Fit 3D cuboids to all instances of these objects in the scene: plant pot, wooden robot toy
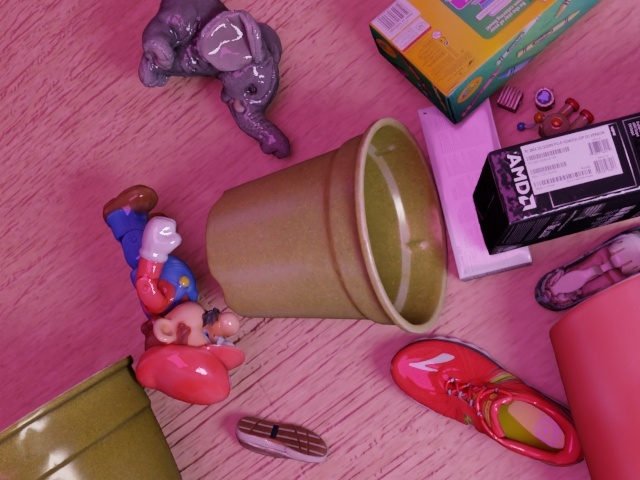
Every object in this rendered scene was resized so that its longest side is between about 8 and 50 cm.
[{"bbox_3d":[0.000,0.000,1.262,0.253,0.276,0.276,-10,81,26],"label":"plant pot"},{"bbox_3d":[0.311,-0.160,1.268,0.173,0.079,0.076,42,96,15],"label":"wooden robot toy"},{"bbox_3d":[-0.314,0.400,1.267,0.366,0.366,0.353,-33,88,10],"label":"plant pot"},{"bbox_3d":[0.409,0.173,1.125,0.275,0.275,0.243,-28,67,11],"label":"plant pot"}]

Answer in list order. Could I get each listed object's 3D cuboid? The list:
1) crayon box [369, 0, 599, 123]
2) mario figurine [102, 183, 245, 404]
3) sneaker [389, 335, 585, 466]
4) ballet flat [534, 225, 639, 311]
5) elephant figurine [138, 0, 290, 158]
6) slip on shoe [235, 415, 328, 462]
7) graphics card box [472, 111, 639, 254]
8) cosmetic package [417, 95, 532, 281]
[{"bbox_3d":[0.224,-0.309,1.274,0.278,0.081,0.165,-40,63,-1],"label":"crayon box"},{"bbox_3d":[-0.181,0.074,1.322,0.170,0.198,0.321,-41,59,28],"label":"mario figurine"},{"bbox_3d":[0.216,0.202,1.233,0.279,0.118,0.107,23,90,17],"label":"sneaker"},{"bbox_3d":[0.365,0.038,1.239,0.188,0.070,0.070,-32,77,10],"label":"ballet flat"},{"bbox_3d":[-0.125,-0.260,1.381,0.239,0.186,0.169,18,46,7],"label":"elephant figurine"},{"bbox_3d":[-0.055,0.285,1.343,0.135,0.051,0.041,12,127,9],"label":"slip on shoe"},{"bbox_3d":[0.373,-0.083,1.130,0.370,0.233,0.094,-16,80,2],"label":"graphics card box"},{"bbox_3d":[0.208,-0.072,1.296,0.098,0.060,0.239,-14,80,10],"label":"cosmetic package"}]
